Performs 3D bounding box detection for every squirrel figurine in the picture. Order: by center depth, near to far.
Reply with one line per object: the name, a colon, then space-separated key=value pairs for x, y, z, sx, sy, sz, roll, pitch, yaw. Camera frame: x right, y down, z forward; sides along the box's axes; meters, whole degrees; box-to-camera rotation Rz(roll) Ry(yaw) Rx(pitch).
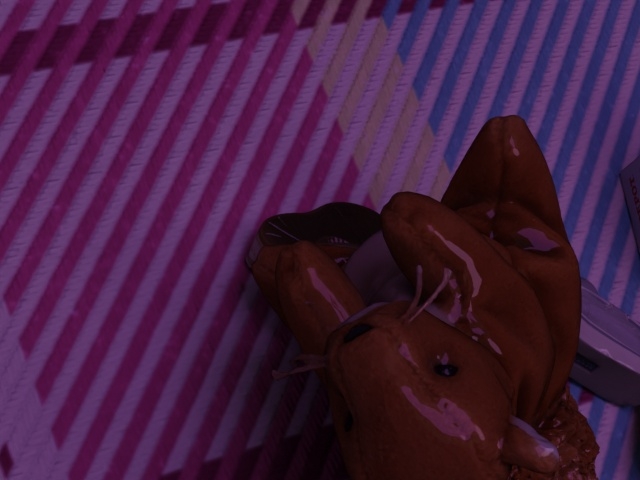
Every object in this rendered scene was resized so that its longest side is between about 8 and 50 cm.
squirrel figurine: x=0.117 y=0.149 z=1.449 sx=0.370 sy=0.281 sz=0.397 roll=-86 pitch=152 yaw=-70

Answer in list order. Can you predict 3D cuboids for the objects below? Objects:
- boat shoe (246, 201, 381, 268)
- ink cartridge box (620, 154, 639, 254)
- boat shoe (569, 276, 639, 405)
boat shoe: x=0.000 y=0.002 z=1.662 sx=0.153 sy=0.048 sz=0.056 roll=-10 pitch=59 yaw=-38
ink cartridge box: x=0.406 y=-0.047 z=1.793 sx=0.087 sy=0.208 sz=0.153 roll=0 pitch=65 yaw=-24
boat shoe: x=0.243 y=0.076 z=1.734 sx=0.227 sy=0.079 sz=0.081 roll=34 pitch=46 yaw=-15
